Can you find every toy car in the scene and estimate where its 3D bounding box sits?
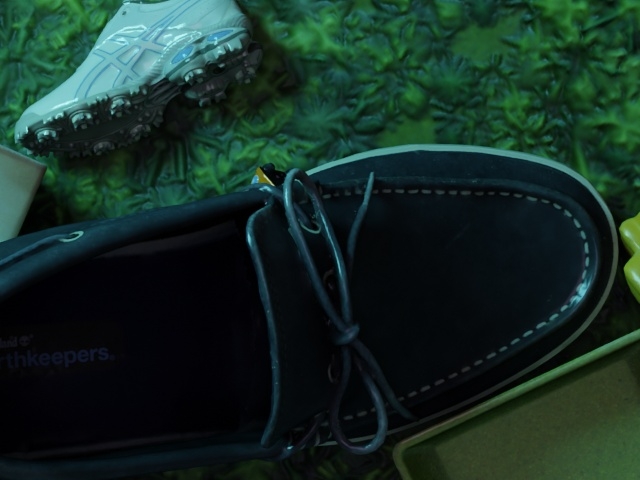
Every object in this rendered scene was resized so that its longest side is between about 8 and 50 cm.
[{"bbox_3d":[0.000,0.000,1.122,0.122,0.060,0.040,43,106,6],"label":"toy car"}]

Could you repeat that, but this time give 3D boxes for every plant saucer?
[{"bbox_3d":[0.164,0.165,1.096,0.188,0.045,0.188,-25,106,2],"label":"plant saucer"}]

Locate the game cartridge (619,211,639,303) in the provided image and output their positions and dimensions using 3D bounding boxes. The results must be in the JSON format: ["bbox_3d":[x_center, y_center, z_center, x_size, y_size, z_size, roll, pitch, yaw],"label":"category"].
[{"bbox_3d":[0.385,0.012,1.039,0.324,0.052,0.285,-35,59,-3],"label":"game cartridge"}]

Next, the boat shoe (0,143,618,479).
[{"bbox_3d":[-0.028,0.049,1.016,0.500,0.156,0.186,-9,97,-21],"label":"boat shoe"}]

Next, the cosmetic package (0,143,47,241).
[{"bbox_3d":[-0.302,0.055,1.069,0.129,0.153,0.296,25,89,-25],"label":"cosmetic package"}]

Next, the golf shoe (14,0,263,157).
[{"bbox_3d":[-0.130,-0.117,1.139,0.176,0.069,0.086,-24,67,-1],"label":"golf shoe"}]
